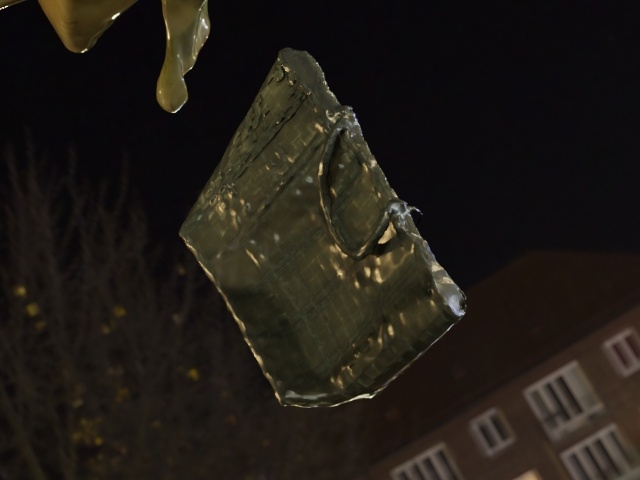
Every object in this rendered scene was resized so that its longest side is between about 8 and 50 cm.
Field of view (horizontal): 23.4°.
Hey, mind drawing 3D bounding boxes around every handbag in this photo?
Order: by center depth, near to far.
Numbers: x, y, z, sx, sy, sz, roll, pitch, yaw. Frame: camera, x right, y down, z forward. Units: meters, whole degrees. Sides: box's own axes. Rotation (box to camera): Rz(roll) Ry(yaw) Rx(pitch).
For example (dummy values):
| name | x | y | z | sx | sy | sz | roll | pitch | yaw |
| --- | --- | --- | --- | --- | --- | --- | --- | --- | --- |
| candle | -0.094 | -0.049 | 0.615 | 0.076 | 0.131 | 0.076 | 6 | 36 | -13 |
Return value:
| name | x | y | z | sx | sy | sz | roll | pitch | yaw |
| --- | --- | --- | --- | --- | --- | --- | --- | --- | --- |
| handbag | 0.000 | 0.000 | 1.141 | 0.089 | 0.270 | 0.175 | -1 | -42 | -42 |

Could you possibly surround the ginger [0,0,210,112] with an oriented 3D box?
| name | x | y | z | sx | sy | sz | roll | pitch | yaw |
| --- | --- | --- | --- | --- | --- | --- | --- | --- | --- |
| ginger | -0.062 | -0.167 | 0.649 | 0.413 | 0.358 | 0.211 | -52 | -44 | -34 |
